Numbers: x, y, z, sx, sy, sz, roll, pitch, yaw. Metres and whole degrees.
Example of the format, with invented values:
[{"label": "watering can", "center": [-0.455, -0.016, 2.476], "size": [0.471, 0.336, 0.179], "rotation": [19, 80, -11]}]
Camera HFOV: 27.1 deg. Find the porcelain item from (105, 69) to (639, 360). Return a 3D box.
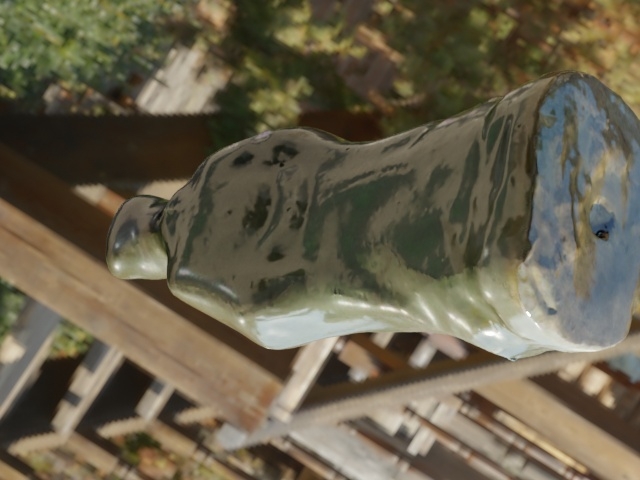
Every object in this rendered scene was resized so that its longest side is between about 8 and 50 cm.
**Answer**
[{"label": "porcelain item", "center": [0.000, 0.000, 0.442], "size": [0.216, 0.069, 0.081], "rotation": [-5, -108, 42]}]
